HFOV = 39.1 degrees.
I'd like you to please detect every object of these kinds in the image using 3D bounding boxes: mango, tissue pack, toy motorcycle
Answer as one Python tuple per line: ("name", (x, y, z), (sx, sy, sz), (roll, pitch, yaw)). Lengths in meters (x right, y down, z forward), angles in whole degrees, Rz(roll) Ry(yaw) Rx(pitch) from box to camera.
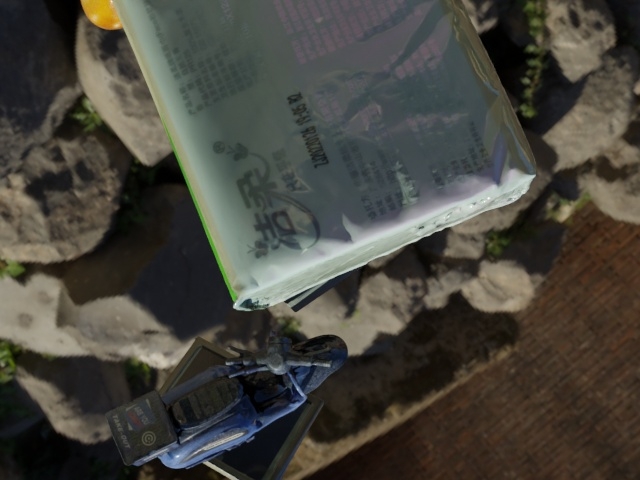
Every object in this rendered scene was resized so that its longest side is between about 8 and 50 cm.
("mango", (-0.360, -0.452, 1.582), (0.112, 0.145, 0.219), (8, 171, -20))
("tissue pack", (-0.005, -0.171, 0.955), (0.331, 0.405, 0.205), (-24, 172, 3))
("toy motorcycle", (-0.120, 0.227, 1.335), (0.358, 0.125, 0.213), (-26, 164, -8))

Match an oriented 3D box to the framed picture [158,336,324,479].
("framed picture", (-0.149, 0.289, 1.504), (0.189, 0.259, 0.023), (-55, 161, -29))

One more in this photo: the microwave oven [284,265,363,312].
("microwave oven", (0.000, 0.000, 1.445), (0.208, 0.122, 0.162), (-34, 164, -1))
